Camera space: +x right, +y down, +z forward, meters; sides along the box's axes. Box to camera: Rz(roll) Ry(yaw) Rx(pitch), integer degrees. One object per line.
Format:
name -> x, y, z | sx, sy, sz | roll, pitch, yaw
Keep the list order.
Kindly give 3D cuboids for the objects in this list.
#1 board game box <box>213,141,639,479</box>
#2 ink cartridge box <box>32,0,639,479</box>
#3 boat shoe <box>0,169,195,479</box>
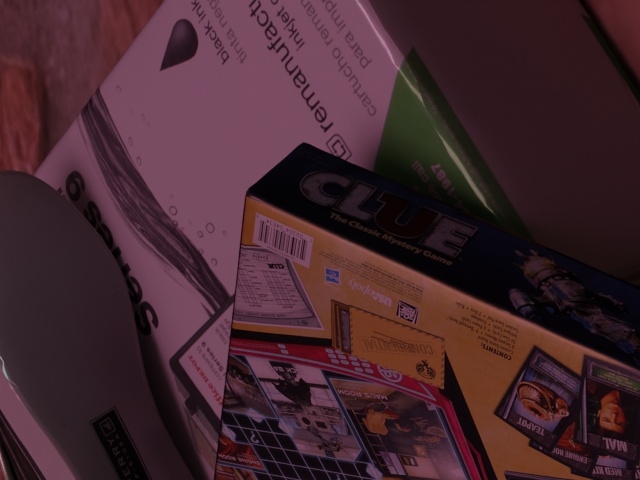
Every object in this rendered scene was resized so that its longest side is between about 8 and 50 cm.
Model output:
board game box -> 0.078, 0.084, 0.658 | 0.243, 0.042, 0.165 | 25, 130, 19
ink cartridge box -> 0.000, 0.000, 0.807 | 0.289, 0.121, 0.211 | -46, 70, 44
boat shoe -> -0.113, 0.079, 0.803 | 0.070, 0.078, 0.219 | -24, 88, 48
